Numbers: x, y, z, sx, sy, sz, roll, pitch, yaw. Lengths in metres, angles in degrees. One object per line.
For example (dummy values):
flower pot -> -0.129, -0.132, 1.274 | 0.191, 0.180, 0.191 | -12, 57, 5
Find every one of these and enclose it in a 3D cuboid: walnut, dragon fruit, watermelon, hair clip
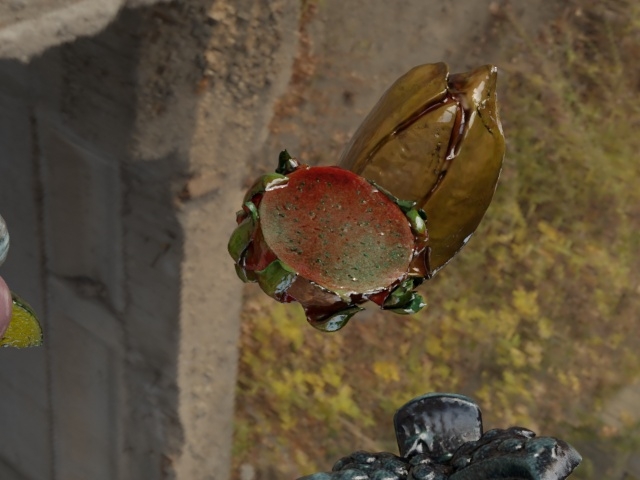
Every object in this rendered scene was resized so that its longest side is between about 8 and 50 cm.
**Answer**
walnut -> 0.079, -0.049, 0.993 | 0.137, 0.137, 0.245 | -7, 131, -56
dragon fruit -> 0.000, 0.000, 0.880 | 0.138, 0.175, 0.142 | -1, 78, -26
watermelon -> -0.448, 0.098, 1.537 | 0.181, 0.075, 0.092 | 3, 82, -27
hair clip -> 0.117, 0.270, 1.177 | 0.206, 0.310, 0.194 | -30, 109, -74

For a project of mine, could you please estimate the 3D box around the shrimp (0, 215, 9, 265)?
shrimp -> -0.427, -0.056, 1.103 | 0.137, 0.172, 0.372 | -28, 137, 15

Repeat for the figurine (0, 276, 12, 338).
figurine -> -0.253, 0.051, 0.828 | 0.071, 0.083, 0.067 | -24, 161, 11
